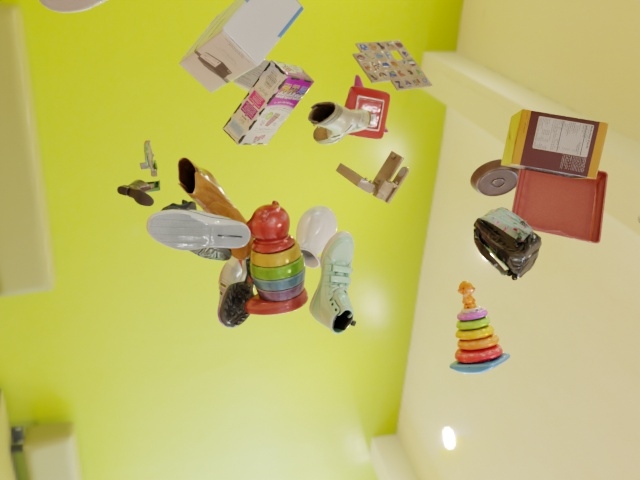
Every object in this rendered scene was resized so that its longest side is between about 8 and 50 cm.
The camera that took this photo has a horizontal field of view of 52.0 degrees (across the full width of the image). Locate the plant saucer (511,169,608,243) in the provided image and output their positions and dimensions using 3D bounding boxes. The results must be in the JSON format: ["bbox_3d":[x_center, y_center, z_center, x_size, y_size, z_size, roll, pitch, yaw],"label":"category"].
[{"bbox_3d":[0.711,-0.117,1.965,0.048,0.258,0.259,82,24,-61],"label":"plant saucer"}]

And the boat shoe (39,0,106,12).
[{"bbox_3d":[-0.492,-0.633,1.550,0.158,0.340,0.127,-100,169,-73],"label":"boat shoe"}]

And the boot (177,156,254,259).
[{"bbox_3d":[-0.306,-0.088,1.852,0.295,0.104,0.211,60,9,25],"label":"boot"}]

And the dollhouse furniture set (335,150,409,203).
[{"bbox_3d":[0.143,-0.186,1.690,0.123,0.151,0.144,-58,-143,8],"label":"dollhouse furniture set"}]

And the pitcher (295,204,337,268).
[{"bbox_3d":[0.000,0.000,2.062,0.207,0.177,0.125,-66,-177,-38],"label":"pitcher"}]

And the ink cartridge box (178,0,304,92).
[{"bbox_3d":[-0.216,-0.541,1.738,0.307,0.129,0.223,-3,-130,58],"label":"ink cartridge box"}]

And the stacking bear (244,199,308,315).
[{"bbox_3d":[-0.127,0.039,1.787,0.175,0.164,0.289,-46,133,-56],"label":"stacking bear"}]

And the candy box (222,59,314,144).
[{"bbox_3d":[-0.139,-0.366,1.767,0.071,0.159,0.233,46,-67,13],"label":"candy box"}]

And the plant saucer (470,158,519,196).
[{"bbox_3d":[0.564,-0.193,2.091,0.168,0.168,0.029,105,-14,-51],"label":"plant saucer"}]

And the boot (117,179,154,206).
[{"bbox_3d":[-0.467,-0.128,1.732,0.037,0.106,0.114,-65,176,15],"label":"boot"}]

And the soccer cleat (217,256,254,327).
[{"bbox_3d":[-0.255,0.141,1.925,0.109,0.116,0.318,54,30,-31],"label":"soccer cleat"}]

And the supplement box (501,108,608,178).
[{"bbox_3d":[0.555,-0.228,1.577,0.191,0.194,0.129,-33,134,-80],"label":"supplement box"}]

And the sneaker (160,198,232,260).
[{"bbox_3d":[-0.331,-0.033,1.772,0.087,0.227,0.130,-36,-147,55],"label":"sneaker"}]

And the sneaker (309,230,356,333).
[{"bbox_3d":[0.059,0.113,1.685,0.151,0.094,0.256,38,-63,54],"label":"sneaker"}]

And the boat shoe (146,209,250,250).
[{"bbox_3d":[-0.263,-0.022,1.388,0.076,0.226,0.083,32,-73,56],"label":"boat shoe"}]

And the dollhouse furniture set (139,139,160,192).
[{"bbox_3d":[-0.499,-0.208,1.863,0.152,0.058,0.076,87,-7,-45],"label":"dollhouse furniture set"}]

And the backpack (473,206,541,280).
[{"bbox_3d":[0.500,-0.004,1.766,0.182,0.115,0.152,43,-34,35],"label":"backpack"}]

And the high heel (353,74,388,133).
[{"bbox_3d":[0.188,-0.509,2.472,0.082,0.117,0.244,-72,156,-63],"label":"high heel"}]

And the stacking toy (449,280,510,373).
[{"bbox_3d":[0.516,0.283,2.219,0.175,0.165,0.302,-11,-89,41],"label":"stacking toy"}]

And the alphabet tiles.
[{"bbox_3d":[0.214,-0.538,2.018,0.198,0.237,0.009,59,-39,18],"label":"alphabet tiles"}]

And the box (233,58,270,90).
[{"bbox_3d":[-0.183,-0.540,2.227,0.119,0.180,0.182,-63,-177,6],"label":"box"}]

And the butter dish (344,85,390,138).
[{"bbox_3d":[0.133,-0.427,2.180,0.118,0.160,0.160,30,-67,60],"label":"butter dish"}]

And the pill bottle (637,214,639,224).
[{"bbox_3d":[0.825,-0.062,1.555,0.120,0.067,0.067,-40,-132,38],"label":"pill bottle"}]

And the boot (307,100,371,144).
[{"bbox_3d":[0.018,-0.342,1.902,0.213,0.165,0.077,-14,-102,43],"label":"boot"}]
